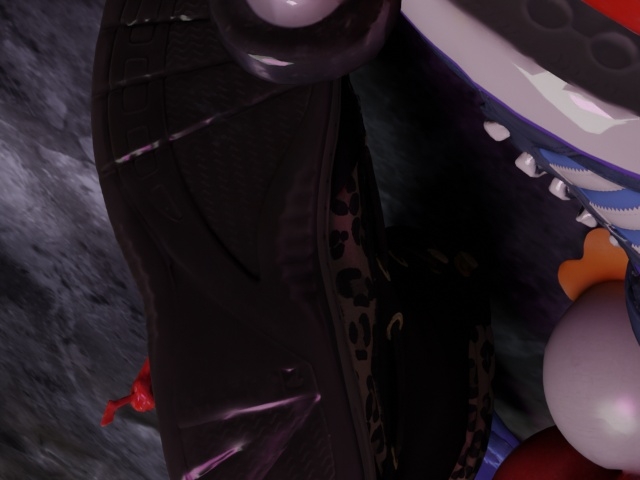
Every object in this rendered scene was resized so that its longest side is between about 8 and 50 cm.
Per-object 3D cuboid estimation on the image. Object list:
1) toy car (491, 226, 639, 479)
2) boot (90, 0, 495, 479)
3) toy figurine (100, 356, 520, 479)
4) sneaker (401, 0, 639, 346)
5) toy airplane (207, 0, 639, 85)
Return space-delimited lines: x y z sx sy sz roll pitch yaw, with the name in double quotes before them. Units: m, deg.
"toy car" 0.172 0.102 1.117 0.210 0.219 0.238 6 111 52
"boot" 0.000 0.000 1.123 0.138 0.377 0.284 -14 171 19
"toy figurine" 0.050 0.163 1.355 0.217 0.191 0.362 5 140 44
"sneaker" 0.155 -0.014 0.931 0.322 0.130 0.236 29 145 11
"toy airplane" 0.013 -0.269 0.599 0.384 0.272 0.386 64 176 -22
